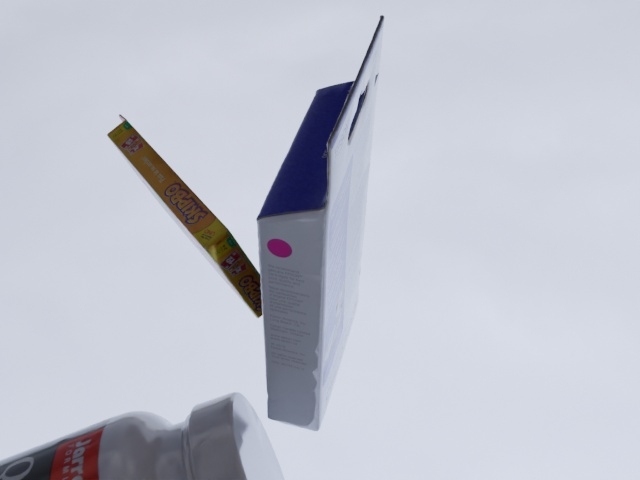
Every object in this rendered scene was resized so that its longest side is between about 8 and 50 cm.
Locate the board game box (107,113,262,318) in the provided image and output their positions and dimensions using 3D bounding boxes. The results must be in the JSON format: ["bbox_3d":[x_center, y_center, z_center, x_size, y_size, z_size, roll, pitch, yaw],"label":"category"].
[{"bbox_3d":[-0.142,-0.033,0.809,0.039,0.124,0.259,-37,-132,-7],"label":"board game box"}]

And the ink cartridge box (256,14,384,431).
[{"bbox_3d":[0.000,0.000,0.697,0.069,0.371,0.175,13,-133,8],"label":"ink cartridge box"}]

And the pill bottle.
[{"bbox_3d":[-0.218,0.286,0.727,0.363,0.210,0.210,-22,-148,2],"label":"pill bottle"}]
